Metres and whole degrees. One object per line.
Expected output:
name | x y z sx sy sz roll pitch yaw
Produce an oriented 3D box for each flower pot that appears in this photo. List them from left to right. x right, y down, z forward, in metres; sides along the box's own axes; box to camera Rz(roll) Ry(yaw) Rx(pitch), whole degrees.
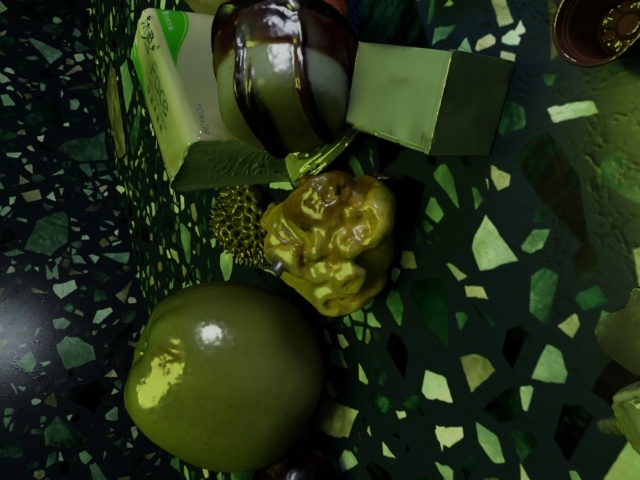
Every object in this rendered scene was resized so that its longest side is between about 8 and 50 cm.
flower pot | 0.349 -0.256 0.573 0.111 0.089 0.111 12 105 54

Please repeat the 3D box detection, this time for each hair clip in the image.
hair clip | 0.043 -0.240 1.016 0.321 0.091 0.138 -43 52 36

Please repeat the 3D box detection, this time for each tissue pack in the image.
tissue pack | -0.240 -0.345 1.181 0.205 0.331 0.405 -46 60 50

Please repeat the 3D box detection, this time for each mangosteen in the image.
mangosteen | -0.074 0.599 1.221 0.265 0.228 0.228 -109 34 -41

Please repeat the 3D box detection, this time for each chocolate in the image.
chocolate | -0.066 -0.268 0.859 0.283 0.283 0.186 -39 41 51

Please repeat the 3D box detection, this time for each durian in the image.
durian | -0.224 -0.071 1.397 0.172 0.166 0.306 -37 68 18

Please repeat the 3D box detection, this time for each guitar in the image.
guitar | 0.422 0.062 0.581 0.088 0.025 0.233 47 132 41

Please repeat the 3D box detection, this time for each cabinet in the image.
cabinet | 0.166 -0.231 0.788 0.206 0.145 0.150 34 122 48

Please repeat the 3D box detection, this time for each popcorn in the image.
popcorn | 0.000 0.000 0.978 0.297 0.281 0.316 31 135 29

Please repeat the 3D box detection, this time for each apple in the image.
apple | -0.230 0.311 1.173 0.473 0.473 0.474 14 107 53

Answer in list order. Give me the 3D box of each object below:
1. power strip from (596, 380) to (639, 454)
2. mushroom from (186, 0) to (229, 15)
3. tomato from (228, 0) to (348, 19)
power strip | 0.473 0.169 0.501 0.387 0.066 0.092 -38 67 48
mushroom | -0.266 -0.684 1.316 0.204 0.204 0.204 14 107 53
tomato | -0.074 -0.442 1.004 0.265 0.264 0.265 14 107 53
